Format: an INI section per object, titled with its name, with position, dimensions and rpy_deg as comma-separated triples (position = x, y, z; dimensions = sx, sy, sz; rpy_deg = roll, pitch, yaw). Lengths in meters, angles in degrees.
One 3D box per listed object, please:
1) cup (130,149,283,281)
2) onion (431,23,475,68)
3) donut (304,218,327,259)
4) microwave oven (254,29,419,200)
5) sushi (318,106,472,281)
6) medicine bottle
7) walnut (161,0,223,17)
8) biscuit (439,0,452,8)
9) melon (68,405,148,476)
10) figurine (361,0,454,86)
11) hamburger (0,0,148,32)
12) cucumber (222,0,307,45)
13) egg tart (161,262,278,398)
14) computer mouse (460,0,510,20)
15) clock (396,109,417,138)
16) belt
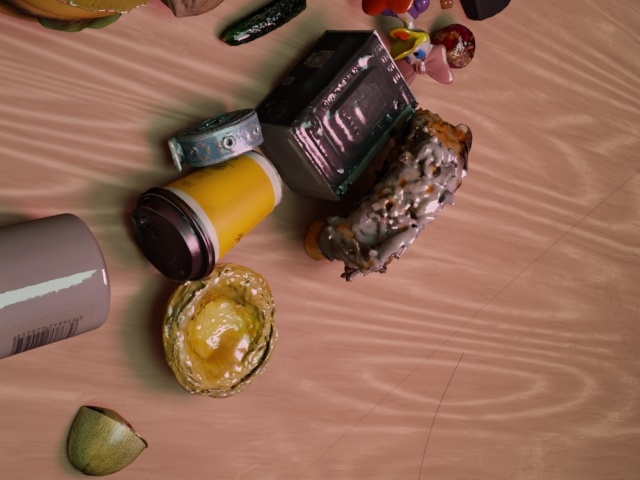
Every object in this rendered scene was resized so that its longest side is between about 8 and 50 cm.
[cup]
position = -0.210, -0.055, 1.732
dimensions = 0.279, 0.196, 0.196
rpy_deg = -38, 121, -37
[onion]
position = 0.311, -0.455, 2.131
dimensions = 0.107, 0.097, 0.107
rpy_deg = -7, 121, -12
[donut]
position = 0.000, 0.000, 2.002
dimensions = 0.067, 0.038, 0.083
rpy_deg = 26, 84, -37
[microwave oven]
position = 0.031, -0.261, 1.879
dimensions = 0.295, 0.181, 0.237
rpy_deg = -50, 127, -20
[sushi]
position = 0.154, -0.084, 1.908
dimensions = 0.176, 0.417, 0.417
rpy_deg = 38, 71, 0
[medicine bottle]
position = -0.535, 0.089, 1.471
dimensions = 0.339, 0.208, 0.208
rpy_deg = -16, 109, -35
[walnut]
position = -0.221, -0.508, 1.628
dimensions = 0.178, 0.178, 0.230
rpy_deg = 18, 89, -40
[biscuit]
position = 0.252, -0.659, 1.991
dimensions = 0.044, 0.186, 0.295
rpy_deg = -12, 95, 8
[melon]
position = -0.403, 0.396, 1.727
dimensions = 0.160, 0.079, 0.128
rpy_deg = 48, 68, -36
[figurine]
position = 0.175, -0.532, 1.967
dimensions = 0.193, 0.154, 0.421
rpy_deg = -27, 112, -53
[hamburger]
position = -0.411, -0.512, 1.400
dimensions = 0.395, 0.277, 0.396
rpy_deg = -8, 102, -40
[cucumber]
position = -0.109, -0.441, 1.811
dimensions = 0.214, 0.052, 0.058
rpy_deg = -38, 101, -27
[egg tart]
position = -0.207, 0.177, 1.818
dimensions = 0.288, 0.118, 0.288
rpy_deg = -8, 102, -39
[computer mouse]
position = 0.382, -0.660, 2.136
dimensions = 0.170, 0.100, 0.269
rpy_deg = -44, 124, -21
[clock]
position = 0.210, -0.255, 2.078
dimensions = 0.045, 0.108, 0.147
rpy_deg = -35, 116, -22
[belt]
position = -0.192, -0.200, 1.738
dimensions = 0.163, 0.147, 0.082
rpy_deg = -49, 128, -56
